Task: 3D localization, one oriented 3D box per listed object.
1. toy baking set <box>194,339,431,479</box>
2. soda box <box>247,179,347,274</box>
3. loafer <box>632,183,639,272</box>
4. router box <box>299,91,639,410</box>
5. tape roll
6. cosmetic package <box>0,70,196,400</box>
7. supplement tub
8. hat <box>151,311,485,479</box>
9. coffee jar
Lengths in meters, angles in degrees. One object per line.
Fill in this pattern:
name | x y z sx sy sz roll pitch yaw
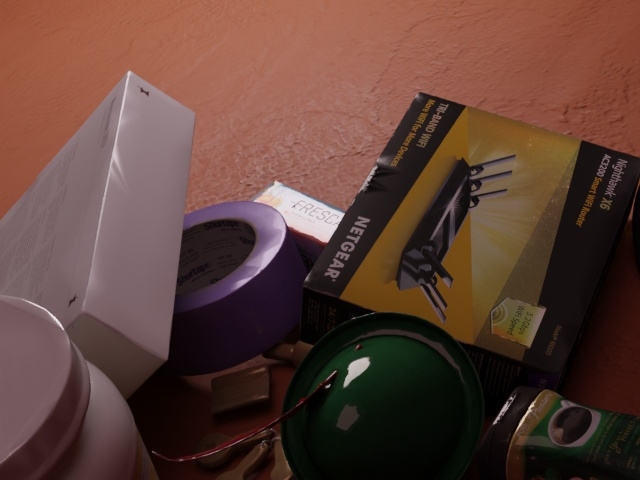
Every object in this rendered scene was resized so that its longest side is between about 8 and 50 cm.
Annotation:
toy baking set | 0.000 0.170 1.282 0.256 0.030 0.196 1 45 26
soda box | 0.000 0.000 1.463 0.058 0.063 0.183 -37 43 -28
loafer | 0.361 0.039 1.256 0.095 0.109 0.302 2 30 -7
router box | 0.150 0.006 1.333 0.243 0.081 0.309 18 47 14
tape roll | -0.109 0.046 1.411 0.189 0.080 0.189 -16 32 10
cosmetic package | -0.247 0.048 1.349 0.284 0.097 0.377 -46 26 30
supplement tub | -0.227 0.229 1.038 0.241 0.331 0.241 -10 38 8
hat | 0.022 0.140 1.110 0.173 0.183 0.208 34 87 20
coffee jar | 0.224 0.181 1.140 0.184 0.079 0.096 13 42 31
